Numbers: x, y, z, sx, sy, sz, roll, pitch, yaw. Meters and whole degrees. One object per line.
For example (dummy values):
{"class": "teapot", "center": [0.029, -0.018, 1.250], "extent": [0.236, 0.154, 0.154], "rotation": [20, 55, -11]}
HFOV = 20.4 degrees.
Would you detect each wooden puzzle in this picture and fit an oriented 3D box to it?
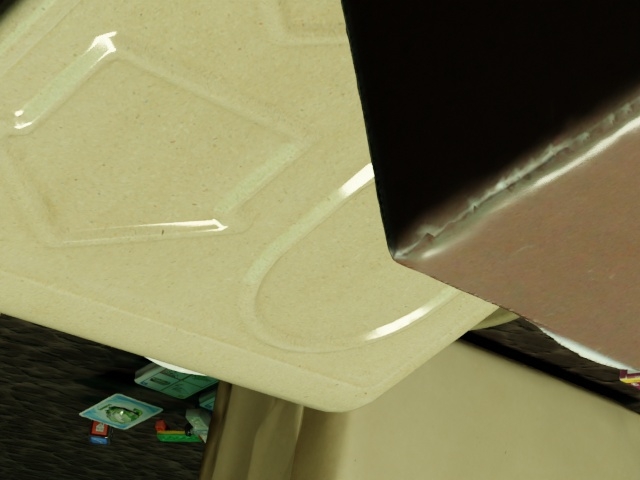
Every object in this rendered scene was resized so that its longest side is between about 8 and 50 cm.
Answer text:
{"class": "wooden puzzle", "center": [0.012, -0.064, 0.697], "extent": [0.348, 0.080, 0.322], "rotation": [-35, 144, 27]}

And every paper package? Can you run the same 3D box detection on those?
{"class": "paper package", "center": [0.070, 0.232, 1.326], "extent": [0.325, 0.309, 0.168], "rotation": [23, 160, -36]}

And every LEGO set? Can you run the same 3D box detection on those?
{"class": "LEGO set", "center": [-0.111, 0.150, 1.618], "extent": [0.182, 0.060, 0.244], "rotation": [23, 149, -27]}

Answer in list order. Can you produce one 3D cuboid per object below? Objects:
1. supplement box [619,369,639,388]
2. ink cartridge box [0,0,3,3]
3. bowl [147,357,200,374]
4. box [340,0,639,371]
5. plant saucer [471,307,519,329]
{"class": "supplement box", "center": [0.251, 0.085, 1.223], "extent": [0.055, 0.043, 0.083], "rotation": [-11, 154, 44]}
{"class": "ink cartridge box", "center": [-0.091, -0.105, 0.770], "extent": [0.109, 0.063, 0.150], "rotation": [20, 158, -33]}
{"class": "bowl", "center": [-0.056, 0.045, 1.104], "extent": [0.142, 0.053, 0.142], "rotation": [1, 160, 21]}
{"class": "box", "center": [0.131, -0.083, 0.467], "extent": [0.203, 0.167, 0.168], "rotation": [-34, 140, 32]}
{"class": "plant saucer", "center": [0.000, 0.000, 1.088], "extent": [0.278, 0.041, 0.278], "rotation": [7, 161, 2]}
